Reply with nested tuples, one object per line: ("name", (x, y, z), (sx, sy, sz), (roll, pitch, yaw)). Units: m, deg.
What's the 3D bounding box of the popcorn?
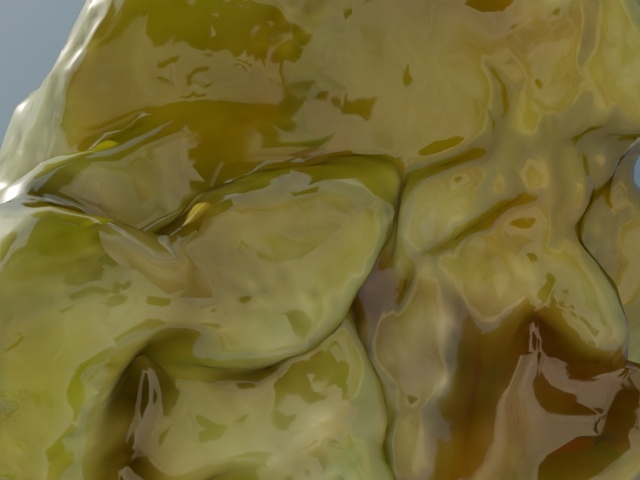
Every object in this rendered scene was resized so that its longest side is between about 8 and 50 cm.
("popcorn", (-0.011, 0.003, 0.675), (0.293, 0.292, 0.334), (-14, -134, 35))
